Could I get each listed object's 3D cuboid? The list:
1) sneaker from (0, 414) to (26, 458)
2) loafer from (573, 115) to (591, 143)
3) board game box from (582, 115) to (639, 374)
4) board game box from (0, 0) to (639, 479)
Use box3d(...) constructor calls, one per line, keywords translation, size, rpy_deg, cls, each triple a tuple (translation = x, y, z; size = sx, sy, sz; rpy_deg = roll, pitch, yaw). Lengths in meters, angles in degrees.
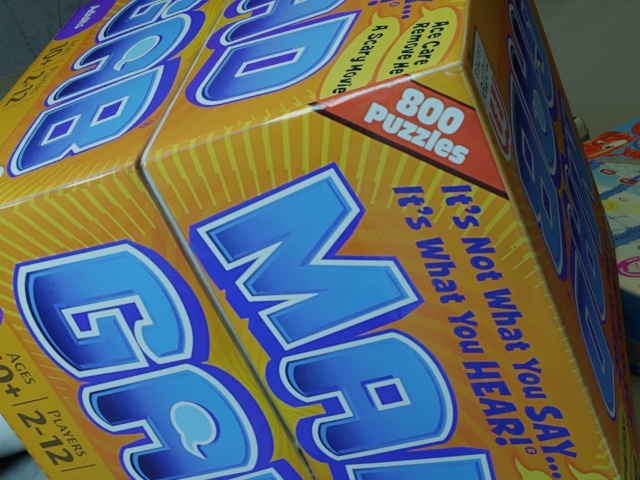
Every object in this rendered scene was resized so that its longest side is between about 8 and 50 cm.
box3d(translation=(-0.360, 0.207, 1.012), size=(0.297, 0.111, 0.129), rpy_deg=(-20, 41, -4), cls="sneaker")
box3d(translation=(0.160, -0.087, 1.302), size=(0.319, 0.112, 0.112), rpy_deg=(-6, 26, 20), cls="loafer")
box3d(translation=(0.327, -0.013, 1.078), size=(0.302, 0.086, 0.308), rpy_deg=(-25, 26, -21), cls="board game box")
box3d(translation=(0.000, 0.000, 0.802), size=(0.356, 0.357, 0.356), rpy_deg=(-16, 30, 20), cls="board game box")
